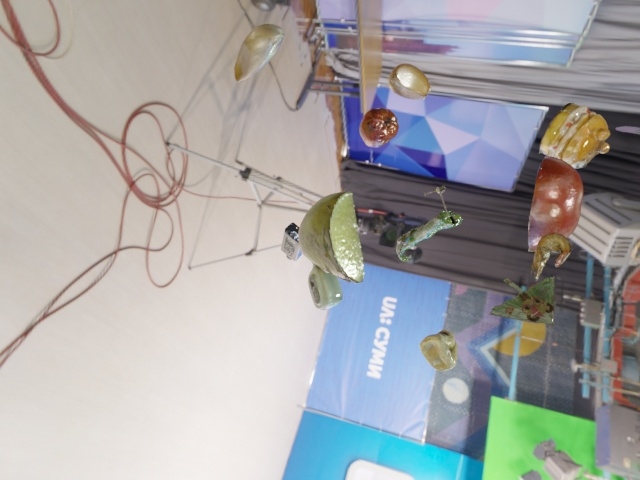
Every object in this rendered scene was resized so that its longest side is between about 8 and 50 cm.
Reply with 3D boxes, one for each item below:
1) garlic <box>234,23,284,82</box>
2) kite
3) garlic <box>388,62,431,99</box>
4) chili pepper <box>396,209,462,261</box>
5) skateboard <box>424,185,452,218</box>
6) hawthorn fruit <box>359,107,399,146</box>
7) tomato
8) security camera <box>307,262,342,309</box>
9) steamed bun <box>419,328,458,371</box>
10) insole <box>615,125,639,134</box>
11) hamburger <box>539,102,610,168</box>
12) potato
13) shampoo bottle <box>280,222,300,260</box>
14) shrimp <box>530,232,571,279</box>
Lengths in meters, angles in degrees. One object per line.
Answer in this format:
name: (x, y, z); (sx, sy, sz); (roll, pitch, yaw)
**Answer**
garlic: (-0.225, -0.675, 1.578); (0.318, 0.112, 0.143); (-24, -128, 57)
kite: (0.833, 0.243, 1.779); (0.267, 0.323, 0.013); (59, -7, 44)
garlic: (0.332, -0.631, 1.766); (0.207, 0.115, 0.128); (7, 72, -36)
chili pepper: (0.339, -0.016, 1.474); (0.359, 0.085, 0.076); (129, -38, -65)
skateboard: (0.311, -0.096, 1.171); (0.032, 0.064, 0.083); (-22, 92, -35)
hawthorn fruit: (0.245, -0.488, 1.910); (0.179, 0.173, 0.173); (-104, -158, -76)
tomato: (0.819, -0.125, 1.530); (0.338, 0.144, 0.338); (-29, 124, -54)
security camera: (-0.007, 0.095, 1.576); (0.157, 0.080, 0.301); (-45, -124, 59)
steamed bun: (0.550, 0.476, 1.997); (0.155, 0.141, 0.172); (-32, 94, -43)
insole: (0.830, -0.288, 1.166); (0.152, 0.053, 0.002); (-94, 174, -69)
hamburger: (1.161, -0.457, 2.002); (0.276, 0.237, 0.276); (-31, 144, -26)
potato: (0.000, 0.000, 1.351); (0.112, 0.255, 0.269); (-8, 92, -35)
shampoo bottle: (-0.125, 0.024, 2.002); (0.071, 0.098, 0.309); (-49, 173, -23)
shrimp: (0.688, 0.052, 1.326); (0.045, 0.095, 0.162); (44, 66, -53)
